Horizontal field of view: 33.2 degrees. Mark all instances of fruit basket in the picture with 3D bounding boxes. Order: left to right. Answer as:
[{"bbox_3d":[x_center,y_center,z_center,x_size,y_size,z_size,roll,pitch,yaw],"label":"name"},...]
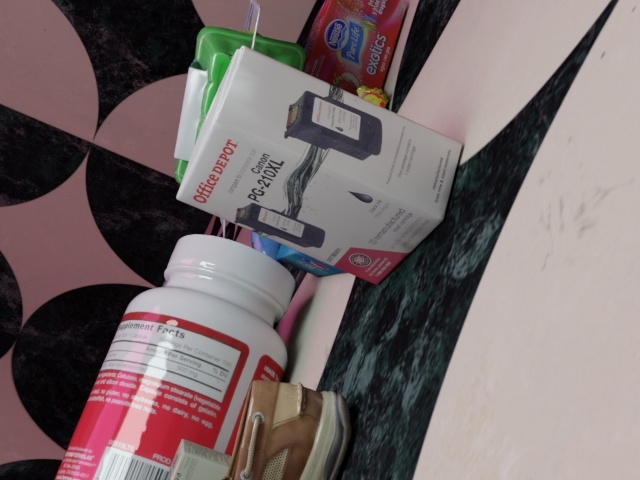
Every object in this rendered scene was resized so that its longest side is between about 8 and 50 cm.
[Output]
[{"bbox_3d":[-0.135,-0.195,1.592,0.353,0.165,0.327,-124,44,-70],"label":"fruit basket"}]

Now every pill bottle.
[{"bbox_3d":[-0.178,0.209,1.388,0.229,0.229,0.407,136,156,-67],"label":"pill bottle"}]

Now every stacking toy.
[{"bbox_3d":[0.000,-0.107,1.501,0.221,0.052,0.167,-53,-4,34],"label":"stacking toy"}]

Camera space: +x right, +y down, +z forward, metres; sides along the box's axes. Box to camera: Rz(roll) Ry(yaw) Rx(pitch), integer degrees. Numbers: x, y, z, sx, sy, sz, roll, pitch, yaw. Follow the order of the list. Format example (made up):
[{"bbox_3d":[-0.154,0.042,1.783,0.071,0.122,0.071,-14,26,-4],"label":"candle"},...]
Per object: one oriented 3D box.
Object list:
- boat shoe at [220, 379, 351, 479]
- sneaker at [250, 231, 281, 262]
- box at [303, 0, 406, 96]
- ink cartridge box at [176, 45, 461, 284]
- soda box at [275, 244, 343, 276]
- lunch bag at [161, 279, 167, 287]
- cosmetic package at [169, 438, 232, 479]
[{"bbox_3d":[-0.082,0.279,1.030,0.123,0.116,0.324,-153,86,-80],"label":"boat shoe"},{"bbox_3d":[-0.066,-0.053,1.867,0.082,0.069,0.209,-49,20,51],"label":"sneaker"},{"bbox_3d":[0.032,-0.268,1.665,0.128,0.123,0.257,128,162,-58],"label":"box"},{"bbox_3d":[-0.007,-0.069,1.072,0.172,0.237,0.100,129,162,-59],"label":"ink cartridge box"},{"bbox_3d":[0.000,0.000,1.384,0.210,0.067,0.071,163,129,-77],"label":"soda box"},{"bbox_3d":[-0.201,0.198,1.694,0.235,0.169,0.287,-87,15,-62],"label":"lunch bag"},{"bbox_3d":[-0.112,0.270,1.222,0.060,0.115,0.041,-153,85,-81],"label":"cosmetic package"}]
